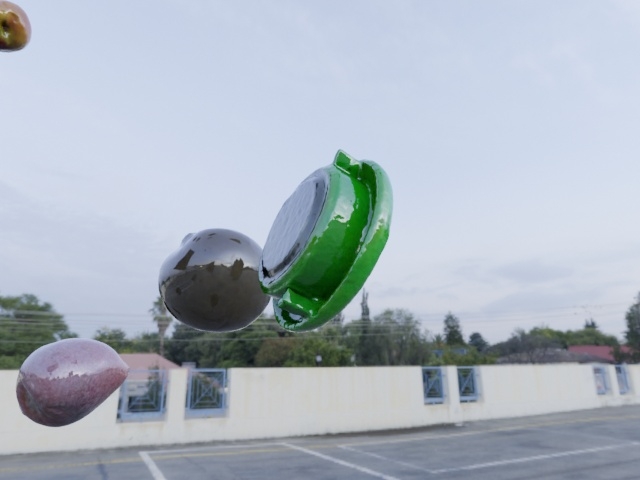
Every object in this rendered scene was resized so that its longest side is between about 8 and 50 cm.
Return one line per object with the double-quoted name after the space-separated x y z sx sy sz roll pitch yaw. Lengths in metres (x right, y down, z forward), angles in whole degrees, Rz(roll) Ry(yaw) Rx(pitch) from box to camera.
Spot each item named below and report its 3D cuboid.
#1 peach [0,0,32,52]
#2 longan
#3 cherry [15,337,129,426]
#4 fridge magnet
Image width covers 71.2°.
-0.814 -0.543 1.130 0.138 0.137 0.138 0 -16 0 "peach"
-0.165 0.063 0.714 0.190 0.189 0.189 0 -16 0 "longan"
-0.637 0.348 1.146 0.206 0.239 0.239 32 -14 8 "cherry"
0.000 0.000 0.493 0.088 0.207 0.208 28 -27 -21 "fridge magnet"
